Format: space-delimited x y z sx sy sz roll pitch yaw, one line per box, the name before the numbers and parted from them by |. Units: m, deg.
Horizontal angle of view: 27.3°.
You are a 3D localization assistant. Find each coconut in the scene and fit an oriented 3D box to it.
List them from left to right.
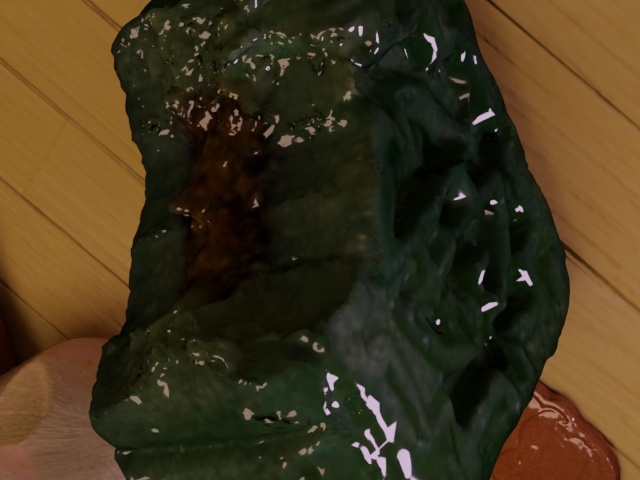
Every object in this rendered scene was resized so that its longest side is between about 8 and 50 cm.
coconut | -0.177 0.185 1.013 0.234 0.224 0.224 -17 111 37

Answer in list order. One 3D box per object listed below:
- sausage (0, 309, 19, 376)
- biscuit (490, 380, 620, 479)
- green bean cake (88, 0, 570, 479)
sausage | -0.313 0.045 1.083 0.089 0.083 0.300 -3 122 17
biscuit | 0.149 0.147 0.924 0.130 0.019 0.102 43 131 -1
green bean cake | 0.000 0.000 0.719 0.169 0.308 0.300 -13 115 34
